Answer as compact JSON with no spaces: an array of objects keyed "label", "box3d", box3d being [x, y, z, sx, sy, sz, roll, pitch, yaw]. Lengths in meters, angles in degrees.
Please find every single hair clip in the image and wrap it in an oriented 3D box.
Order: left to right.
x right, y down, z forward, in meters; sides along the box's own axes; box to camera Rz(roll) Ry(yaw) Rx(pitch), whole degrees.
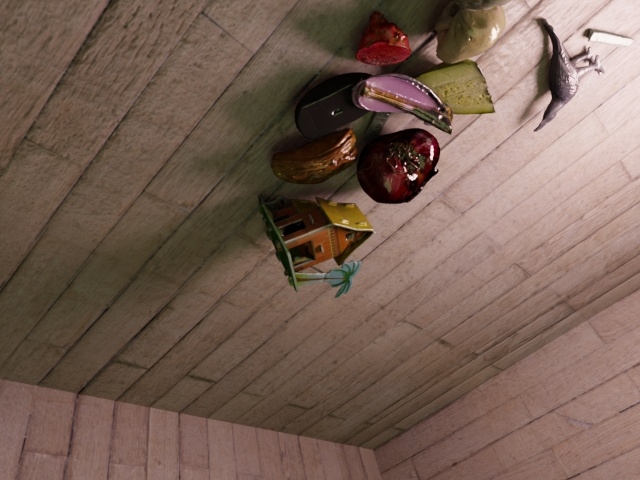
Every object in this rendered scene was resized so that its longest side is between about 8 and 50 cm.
[{"label":"hair clip","box3d":[0.250,-0.392,1.337,0.358,0.096,0.110,15,170,-27]}]

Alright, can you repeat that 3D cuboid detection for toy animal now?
[{"label":"toy animal","box3d":[0.773,-0.523,1.462,0.205,0.081,0.367,-19,132,-1]}]

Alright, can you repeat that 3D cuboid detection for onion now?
[{"label":"onion","box3d":[0.246,-0.240,1.483,0.280,0.221,0.281,-33,164,-11]}]

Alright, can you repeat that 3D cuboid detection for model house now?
[{"label":"model house","box3d":[0.000,0.000,1.608,0.323,0.300,0.340,-21,137,-9]}]

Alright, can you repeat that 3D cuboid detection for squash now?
[{"label":"squash","box3d":[0.369,-0.425,1.383,0.155,0.204,0.237,-48,142,2]}]

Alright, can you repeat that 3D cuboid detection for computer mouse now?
[{"label":"computer mouse","box3d":[0.044,-0.397,1.346,0.269,0.087,0.138,-26,140,4]}]

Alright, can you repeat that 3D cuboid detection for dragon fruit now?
[{"label":"dragon fruit","box3d":[0.171,-0.540,1.249,0.152,0.153,0.111,1,93,-18]}]

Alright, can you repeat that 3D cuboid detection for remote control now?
[{"label":"remote control","box3d":[0.186,-0.385,1.452,0.049,0.027,0.184,4,137,-25]}]

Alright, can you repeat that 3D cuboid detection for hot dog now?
[{"label":"hot dog","box3d":[-0.015,-0.245,1.442,0.271,0.122,0.196,-20,174,-2]}]

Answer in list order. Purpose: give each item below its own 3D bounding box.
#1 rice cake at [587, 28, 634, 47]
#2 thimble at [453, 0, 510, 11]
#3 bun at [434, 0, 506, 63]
[{"label":"rice cake","box3d":[0.886,-0.617,1.442,0.170,0.029,0.033,0,137,-19]},{"label":"thimble","box3d":[0.373,-0.675,1.029,0.195,0.292,0.291,22,124,-33]},{"label":"bun","box3d":[0.373,-0.565,1.227,0.193,0.179,0.127,-25,138,29]}]
